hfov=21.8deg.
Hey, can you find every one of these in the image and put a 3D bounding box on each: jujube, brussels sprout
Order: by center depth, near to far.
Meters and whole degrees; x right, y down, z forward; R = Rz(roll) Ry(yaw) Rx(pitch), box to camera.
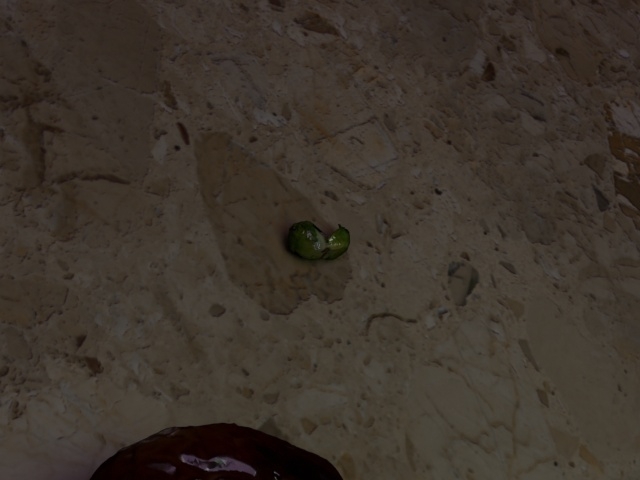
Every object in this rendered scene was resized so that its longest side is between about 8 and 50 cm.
[{"bbox_3d":[-0.108,0.288,1.715,0.290,0.197,0.197,5,58,-34],"label":"jujube"},{"bbox_3d":[0.001,0.001,2.043,0.083,0.046,0.051,3,65,-26],"label":"brussels sprout"}]
